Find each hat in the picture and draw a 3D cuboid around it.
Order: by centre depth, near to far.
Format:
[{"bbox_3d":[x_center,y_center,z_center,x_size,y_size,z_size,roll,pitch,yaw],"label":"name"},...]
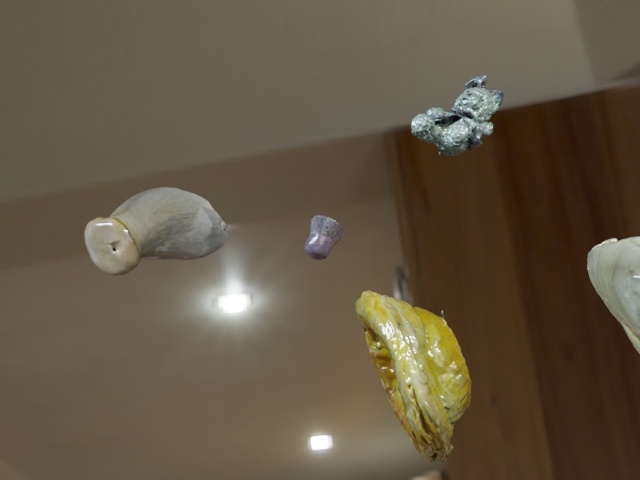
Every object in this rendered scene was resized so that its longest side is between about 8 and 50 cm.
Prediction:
[{"bbox_3d":[0.001,-0.001,2.418,0.058,0.042,0.087,27,-44,-4],"label":"hat"}]

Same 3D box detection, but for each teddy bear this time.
[{"bbox_3d":[0.268,-0.217,2.749,0.133,0.213,0.111,24,-49,26],"label":"teddy bear"}]

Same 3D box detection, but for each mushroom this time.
[{"bbox_3d":[-0.225,-0.017,1.975,0.096,0.108,0.247,-15,-1,30],"label":"mushroom"}]

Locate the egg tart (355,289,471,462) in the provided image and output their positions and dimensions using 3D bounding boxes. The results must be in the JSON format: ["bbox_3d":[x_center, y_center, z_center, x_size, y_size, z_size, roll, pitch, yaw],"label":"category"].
[{"bbox_3d":[0.165,0.212,2.398,0.128,0.319,0.319,-21,-24,-6],"label":"egg tart"}]

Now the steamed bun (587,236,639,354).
[{"bbox_3d":[0.524,0.060,1.792,0.372,0.230,0.325,-17,-4,18],"label":"steamed bun"}]
